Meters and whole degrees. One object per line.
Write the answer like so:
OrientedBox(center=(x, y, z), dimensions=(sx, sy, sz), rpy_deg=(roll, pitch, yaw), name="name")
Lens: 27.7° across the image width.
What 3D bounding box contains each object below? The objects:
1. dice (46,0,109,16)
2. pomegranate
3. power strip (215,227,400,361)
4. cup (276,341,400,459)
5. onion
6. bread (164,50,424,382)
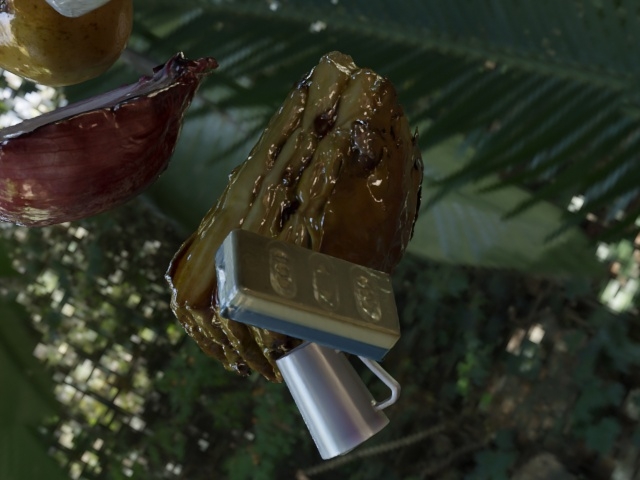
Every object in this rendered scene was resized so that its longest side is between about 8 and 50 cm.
OrientedBox(center=(-0.150, -0.302, 0.784), dimensions=(0.243, 0.251, 0.259), rpy_deg=(-40, 20, 2), name="dice")
OrientedBox(center=(-0.287, -0.254, 1.397), dimensions=(0.196, 0.196, 0.196), rpy_deg=(-61, -9, -17), name="pomegranate")
OrientedBox(center=(-0.009, 0.034, 0.824), dimensions=(0.032, 0.123, 0.056), rpy_deg=(-52, 32, 37), name="power strip")
OrientedBox(center=(0.022, 0.147, 1.279), dimensions=(0.104, 0.116, 0.074), rpy_deg=(-29, -1, 22), name="cup")
OrientedBox(center=(-0.216, -0.094, 1.294), dimensions=(0.284, 0.120, 0.227), rpy_deg=(-26, 14, -15), name="onion")
OrientedBox(center=(0.000, 0.000, 1.380), dimensions=(0.324, 0.167, 0.277), rpy_deg=(-55, -21, -13), name="bread")
